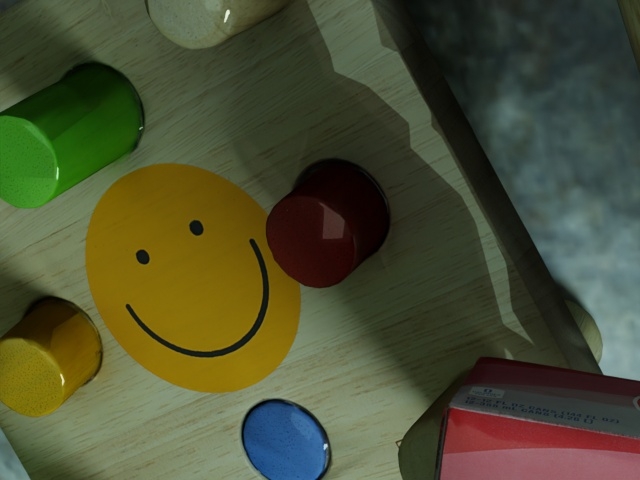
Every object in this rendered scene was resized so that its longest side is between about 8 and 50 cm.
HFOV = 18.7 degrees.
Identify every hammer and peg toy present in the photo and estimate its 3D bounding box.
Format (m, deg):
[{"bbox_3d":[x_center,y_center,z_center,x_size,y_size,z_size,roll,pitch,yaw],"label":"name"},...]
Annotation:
[{"bbox_3d":[0.000,0.000,0.719,0.361,0.127,0.266,-24,98,32],"label":"hammer and peg toy"}]

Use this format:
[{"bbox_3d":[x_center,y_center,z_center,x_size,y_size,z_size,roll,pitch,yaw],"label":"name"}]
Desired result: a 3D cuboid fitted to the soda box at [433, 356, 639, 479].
[{"bbox_3d":[0.165,0.101,0.586,0.263,0.092,0.083,8,97,9],"label":"soda box"}]
